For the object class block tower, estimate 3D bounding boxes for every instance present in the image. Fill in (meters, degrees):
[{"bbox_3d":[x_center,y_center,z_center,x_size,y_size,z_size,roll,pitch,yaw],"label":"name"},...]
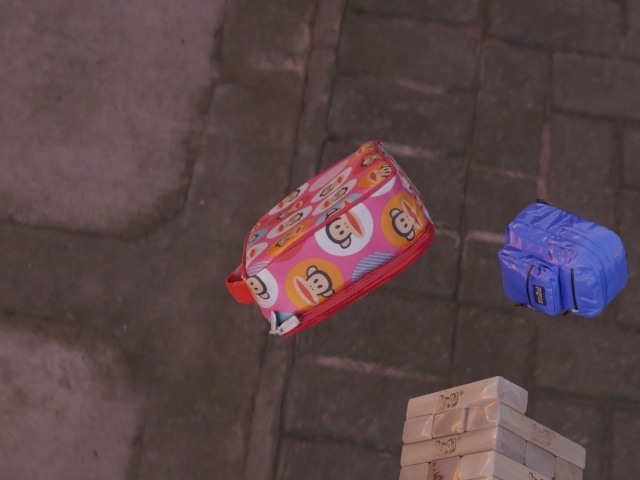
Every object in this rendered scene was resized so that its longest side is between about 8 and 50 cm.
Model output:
[{"bbox_3d":[0.092,0.259,0.701,0.097,0.091,0.336,30,56,-30],"label":"block tower"}]

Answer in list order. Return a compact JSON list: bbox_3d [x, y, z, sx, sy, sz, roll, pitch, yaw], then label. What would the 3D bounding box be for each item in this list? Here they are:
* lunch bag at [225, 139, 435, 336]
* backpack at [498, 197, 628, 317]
[{"bbox_3d":[0.000,0.000,1.375,0.258,0.293,0.120,-33,102,8],"label":"lunch bag"},{"bbox_3d":[0.255,0.031,1.201,0.120,0.098,0.101,20,53,39],"label":"backpack"}]
